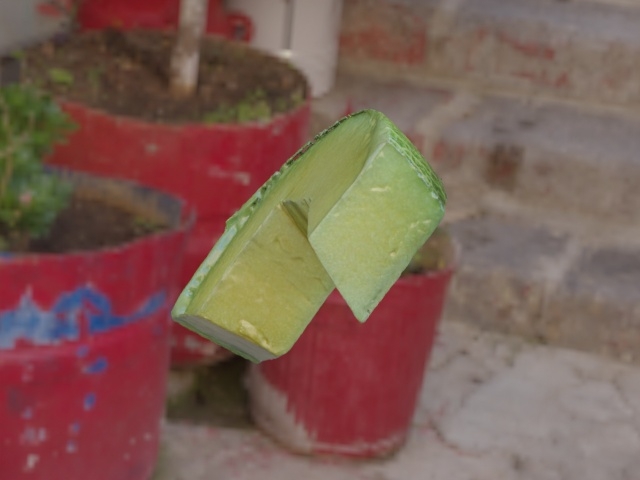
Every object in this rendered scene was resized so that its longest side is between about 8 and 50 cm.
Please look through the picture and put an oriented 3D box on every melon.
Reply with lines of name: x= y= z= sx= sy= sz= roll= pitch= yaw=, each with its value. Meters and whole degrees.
melon: x=0.000 y=0.000 z=0.888 sx=0.064 sy=0.118 sz=0.209 roll=38 pitch=-20 yaw=-12
